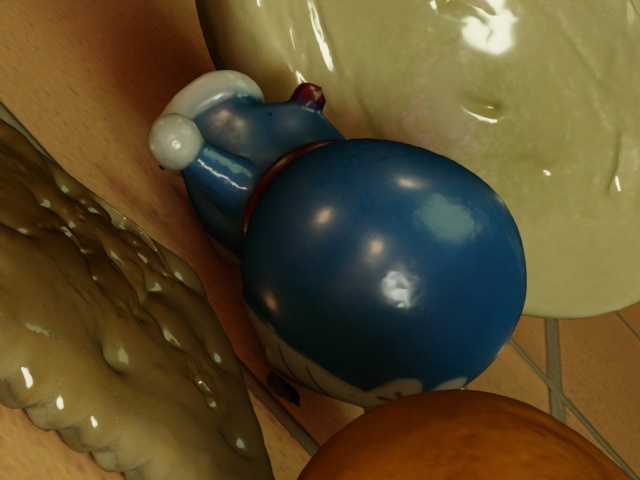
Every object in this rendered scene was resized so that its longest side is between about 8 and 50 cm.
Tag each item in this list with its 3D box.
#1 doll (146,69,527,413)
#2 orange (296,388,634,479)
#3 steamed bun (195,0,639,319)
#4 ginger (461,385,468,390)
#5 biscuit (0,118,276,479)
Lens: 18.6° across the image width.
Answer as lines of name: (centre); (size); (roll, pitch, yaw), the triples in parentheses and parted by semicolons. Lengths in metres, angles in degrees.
doll: (0.000, 0.000, 1.139); (0.215, 0.161, 0.257); (20, 12, -40)
orange: (0.077, 0.174, 0.779); (0.240, 0.171, 0.240); (43, 11, -10)
steamed bun: (0.070, -0.150, 1.388); (0.456, 0.290, 0.371); (54, 4, -12)
ginger: (0.044, 0.053, 1.305); (0.173, 0.051, 0.069); (46, 16, -5)
biscuit: (-0.139, 0.000, 0.857); (0.325, 0.044, 0.217); (40, 14, -35)
